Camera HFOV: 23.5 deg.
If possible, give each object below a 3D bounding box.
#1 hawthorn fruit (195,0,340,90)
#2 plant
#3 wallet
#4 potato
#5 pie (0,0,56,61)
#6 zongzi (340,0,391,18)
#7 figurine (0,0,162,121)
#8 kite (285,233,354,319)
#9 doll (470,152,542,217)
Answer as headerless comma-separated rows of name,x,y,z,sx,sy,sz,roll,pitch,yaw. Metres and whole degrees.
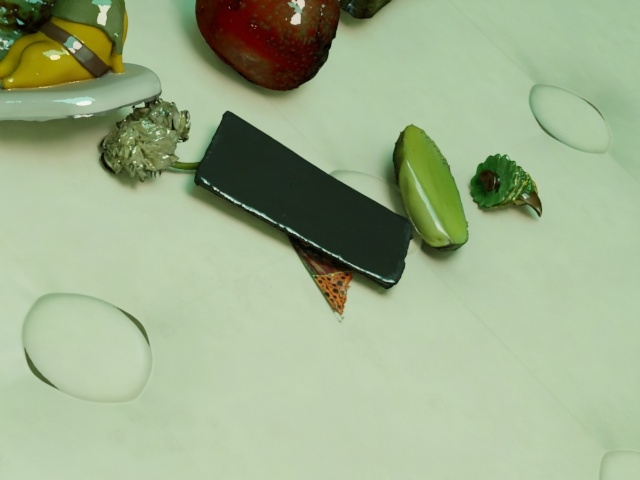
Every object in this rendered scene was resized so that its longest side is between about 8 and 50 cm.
hawthorn fruit,-0.089,-0.300,2.040,0.235,0.181,0.181,24,38,10
plant,-0.197,-0.108,1.848,0.122,0.104,0.116,47,70,-33
wallet,-0.016,-0.048,1.902,0.285,0.030,0.146,30,37,-8
potato,0.136,-0.061,2.013,0.119,0.054,0.198,18,44,-53
pie,-0.397,-0.306,1.919,0.240,0.054,0.241,17,44,-17
zongzi,0.115,-0.393,2.299,0.242,0.112,0.221,16,41,-20
figurine,-0.305,-0.227,1.779,0.250,0.141,0.166,-15,28,-35
kite,0.000,0.001,1.898,0.125,0.008,0.222,29,40,-4
doll,0.269,-0.081,2.105,0.113,0.077,0.078,1,40,-34
